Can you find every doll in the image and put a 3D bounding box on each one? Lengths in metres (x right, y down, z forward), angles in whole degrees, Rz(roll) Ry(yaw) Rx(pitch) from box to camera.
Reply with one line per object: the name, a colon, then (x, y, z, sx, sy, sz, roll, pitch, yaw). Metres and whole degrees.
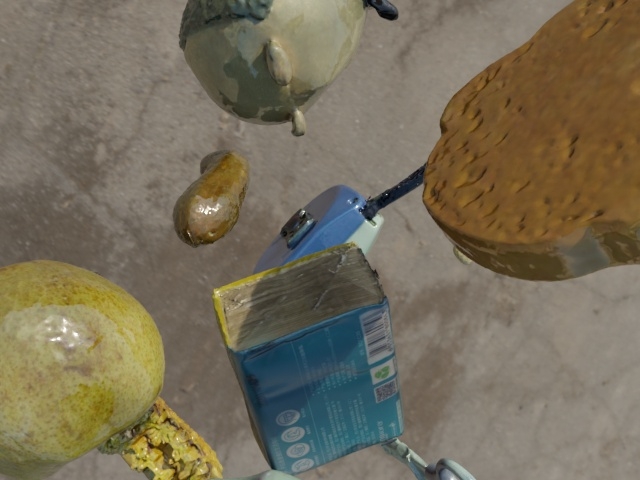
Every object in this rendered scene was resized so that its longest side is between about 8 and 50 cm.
doll: (-0.022, -0.310, 1.079, 0.247, 0.247, 0.350, 43, 55, -41)

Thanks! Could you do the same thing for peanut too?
peanut: (0.291, 0.011, 1.823, 0.037, 0.037, 0.083, -16, 82, -32)

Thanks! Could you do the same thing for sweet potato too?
sweet potato: (-0.124, -0.064, 1.052, 0.081, 0.233, 0.062, -19, 114, 12)

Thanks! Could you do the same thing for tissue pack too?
tissue pack: (-0.009, 0.149, 1.070, 0.192, 0.134, 0.271, -17, 133, -8)

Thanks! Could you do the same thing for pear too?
pear: (-0.288, 0.123, 0.919, 0.228, 0.188, 0.211, -37, 102, -27)

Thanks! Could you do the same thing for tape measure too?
tape measure: (0.040, -0.034, 1.272, 0.351, 0.215, 0.098, -45, 103, -1)

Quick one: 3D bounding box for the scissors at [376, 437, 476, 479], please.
scissors: (0.160, 0.381, 1.511, 0.029, 0.383, 0.256, -36, 131, -17)

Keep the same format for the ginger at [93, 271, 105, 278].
ginger: (-0.367, 0.167, 1.357, 0.084, 0.290, 0.122, -2, 133, -14)

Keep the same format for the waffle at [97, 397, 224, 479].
waffle: (-0.342, 0.440, 1.858, 0.151, 0.261, 0.324, -39, 99, -1)

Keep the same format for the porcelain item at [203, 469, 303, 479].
porcelain item: (-0.023, 0.346, 0.747, 0.285, 0.157, 0.282, 24, 124, -4)

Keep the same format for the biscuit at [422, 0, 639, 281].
biscuit: (0.235, -0.105, 0.660, 0.351, 0.312, 0.057, -39, 120, 12)
